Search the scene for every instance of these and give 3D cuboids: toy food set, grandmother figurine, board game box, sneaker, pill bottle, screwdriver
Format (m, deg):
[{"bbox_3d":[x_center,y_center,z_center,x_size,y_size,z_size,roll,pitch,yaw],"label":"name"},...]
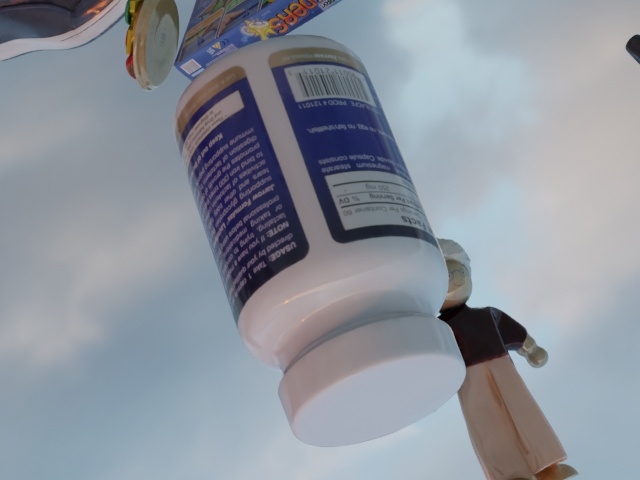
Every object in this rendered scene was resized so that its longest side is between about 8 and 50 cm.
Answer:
[{"bbox_3d":[-0.129,-0.155,1.262,0.020,0.083,0.083,10,-167,15],"label":"toy food set"},{"bbox_3d":[0.201,0.153,2.040,0.208,0.342,0.104,-11,161,-45],"label":"grandmother figurine"},{"bbox_3d":[-0.034,-0.226,1.409,0.201,0.035,0.136,-26,-143,39],"label":"board game box"},{"bbox_3d":[-0.260,-0.230,1.352,0.226,0.163,0.086,-12,-130,35],"label":"sneaker"},{"bbox_3d":[0.000,0.000,1.156,0.153,0.153,0.265,-22,-119,5],"label":"pill bottle"},{"bbox_3d":[0.336,-0.127,1.467,0.024,0.170,0.025,-50,154,11],"label":"screwdriver"}]
